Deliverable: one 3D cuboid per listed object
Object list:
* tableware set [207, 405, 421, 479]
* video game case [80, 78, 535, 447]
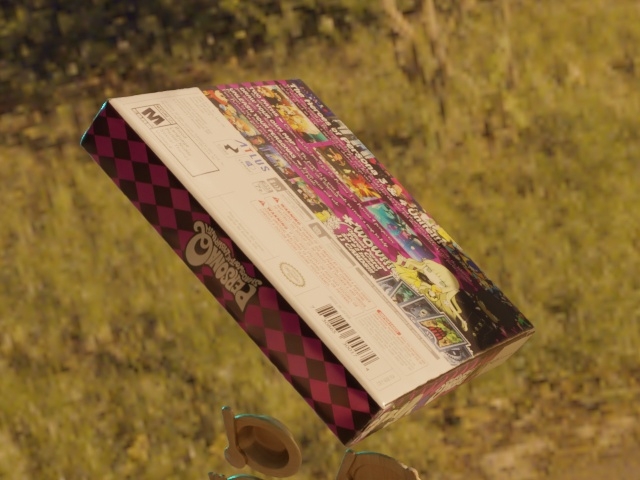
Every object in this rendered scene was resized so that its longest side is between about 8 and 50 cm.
[{"bbox_3d":[-0.002,0.175,1.017,0.169,0.141,0.020,20,45,19],"label":"tableware set"},{"bbox_3d":[0.000,0.000,0.904,0.232,0.042,0.210,47,28,14],"label":"video game case"}]
